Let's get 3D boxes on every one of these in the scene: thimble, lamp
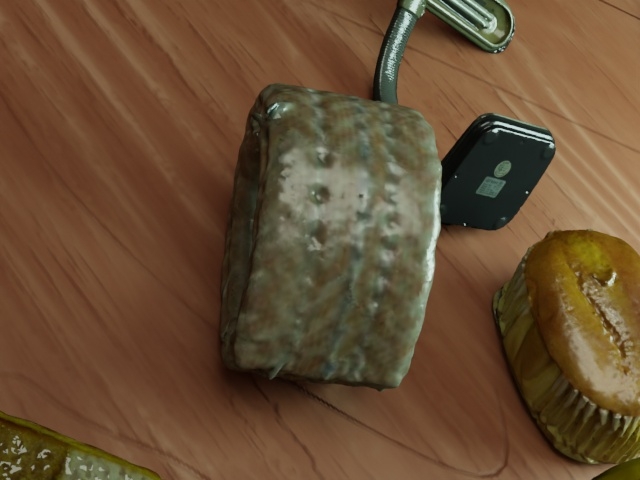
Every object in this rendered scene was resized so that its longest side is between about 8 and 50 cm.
[{"bbox_3d":[-0.001,-0.004,0.864,0.148,0.196,0.229,9,85,-11],"label":"thimble"},{"bbox_3d":[0.148,-0.142,1.079,0.203,0.124,0.283,11,49,-38],"label":"lamp"}]

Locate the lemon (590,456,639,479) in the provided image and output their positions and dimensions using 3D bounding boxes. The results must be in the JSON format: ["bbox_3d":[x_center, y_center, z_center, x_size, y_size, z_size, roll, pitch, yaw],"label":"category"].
[{"bbox_3d":[0.252,0.255,0.753,0.219,0.240,0.240,39,53,18],"label":"lemon"}]

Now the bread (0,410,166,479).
[{"bbox_3d":[-0.195,0.207,0.709,0.222,0.096,0.181,23,50,-4],"label":"bread"}]

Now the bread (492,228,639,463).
[{"bbox_3d":[0.233,0.084,0.942,0.132,0.114,0.190,-7,55,-21],"label":"bread"}]
